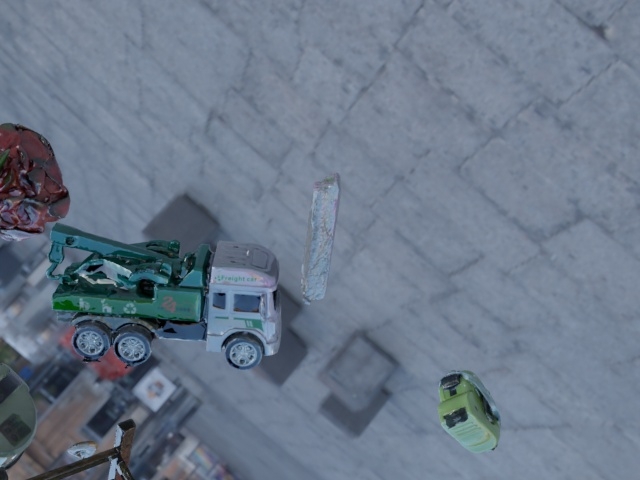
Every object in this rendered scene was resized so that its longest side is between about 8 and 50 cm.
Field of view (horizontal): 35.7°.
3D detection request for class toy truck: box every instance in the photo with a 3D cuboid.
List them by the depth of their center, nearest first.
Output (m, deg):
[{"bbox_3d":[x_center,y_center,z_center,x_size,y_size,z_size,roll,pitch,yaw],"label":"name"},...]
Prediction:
[{"bbox_3d":[-0.235,0.082,1.505,0.363,0.178,0.176,8,-157,-2],"label":"toy truck"}]

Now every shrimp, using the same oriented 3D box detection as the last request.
[{"bbox_3d":[-0.481,0.424,2.001,0.108,0.059,0.023,127,136,-51],"label":"shrimp"}]

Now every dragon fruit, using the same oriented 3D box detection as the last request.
[{"bbox_3d":[-0.579,-0.103,1.920,0.234,0.233,0.293,34,-173,22],"label":"dragon fruit"}]

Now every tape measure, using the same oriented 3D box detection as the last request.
[{"bbox_3d":[0.322,0.363,2.132,0.200,0.106,0.175,44,-153,-40],"label":"tape measure"}]

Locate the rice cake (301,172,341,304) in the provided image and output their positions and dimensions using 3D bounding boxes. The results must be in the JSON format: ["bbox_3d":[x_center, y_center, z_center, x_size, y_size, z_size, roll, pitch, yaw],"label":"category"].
[{"bbox_3d":[-0.001,0.000,1.628,0.055,0.049,0.270,-108,18,-46],"label":"rice cake"}]

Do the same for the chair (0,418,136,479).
[{"bbox_3d":[-0.400,0.520,1.678,0.203,0.241,0.416,49,144,28],"label":"chair"}]

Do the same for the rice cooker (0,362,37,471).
[{"bbox_3d":[-0.639,0.335,1.793,0.226,0.244,0.226,35,-152,-22],"label":"rice cooker"}]
